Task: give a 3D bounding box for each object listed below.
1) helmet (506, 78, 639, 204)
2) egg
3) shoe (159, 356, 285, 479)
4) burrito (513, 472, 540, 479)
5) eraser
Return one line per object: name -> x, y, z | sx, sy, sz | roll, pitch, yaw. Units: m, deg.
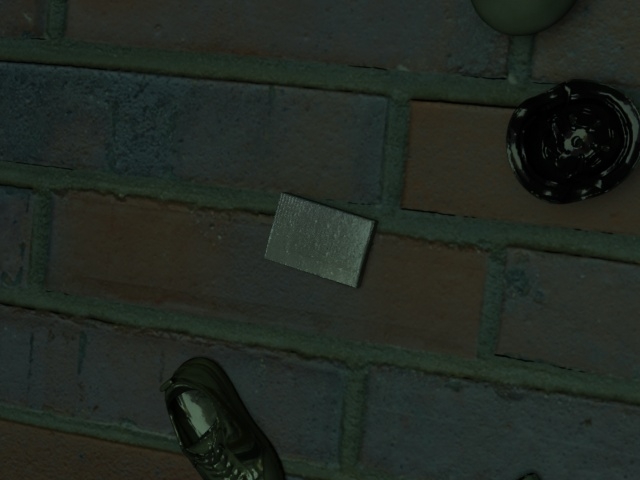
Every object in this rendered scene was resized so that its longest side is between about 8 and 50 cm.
helmet -> 0.329, -0.125, 1.670 | 0.177, 0.107, 0.153 | -18, 84, 0
egg -> 0.276, -0.367, 1.647 | 0.151, 0.151, 0.209 | 26, 95, 16
shoe -> -0.148, 0.304, 1.861 | 0.103, 0.098, 0.275 | -35, 83, 21
burrito -> 0.291, 0.379, 1.741 | 0.074, 0.044, 0.118 | -39, 78, 14
eraser -> 0.000, 0.000, 1.829 | 0.150, 0.023, 0.104 | 18, 99, 17
